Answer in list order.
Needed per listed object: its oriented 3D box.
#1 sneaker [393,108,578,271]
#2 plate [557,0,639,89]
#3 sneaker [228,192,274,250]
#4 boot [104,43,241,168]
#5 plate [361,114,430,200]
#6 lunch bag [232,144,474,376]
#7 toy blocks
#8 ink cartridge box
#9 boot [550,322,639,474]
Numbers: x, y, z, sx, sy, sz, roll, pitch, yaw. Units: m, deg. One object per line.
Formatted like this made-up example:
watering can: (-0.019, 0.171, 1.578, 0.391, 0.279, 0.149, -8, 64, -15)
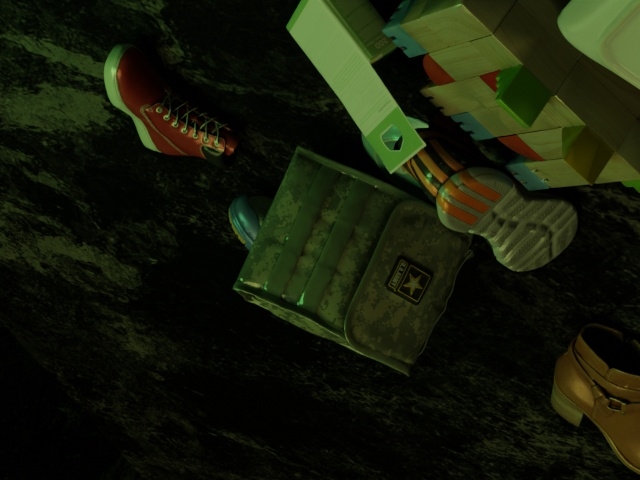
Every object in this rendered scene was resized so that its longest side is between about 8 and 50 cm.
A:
sneaker: (0.213, -0.079, 1.964, 0.321, 0.124, 0.180, 31, -160, -53)
plate: (0.374, -0.172, 1.353, 0.277, 0.045, 0.278, 33, 154, -4)
sneaker: (0.000, 0.000, 2.361, 0.296, 0.112, 0.131, 33, 136, -4)
boot: (-0.210, -0.197, 2.249, 0.176, 0.088, 0.244, 18, 158, 27)
plate: (0.135, -0.104, 2.094, 0.188, 0.024, 0.188, 25, 153, 14)
lunch bag: (0.054, 0.034, 2.155, 0.287, 0.235, 0.169, 24, 173, 9)
toy blocks: (0.222, -0.188, 1.721, 0.381, 0.190, 0.261, 41, 164, -18)
ink cartridge box: (0.057, -0.207, 1.854, 0.235, 0.056, 0.171, 53, 165, 0)
boot: (0.481, 0.236, 2.231, 0.283, 0.109, 0.220, 33, 151, 16)
